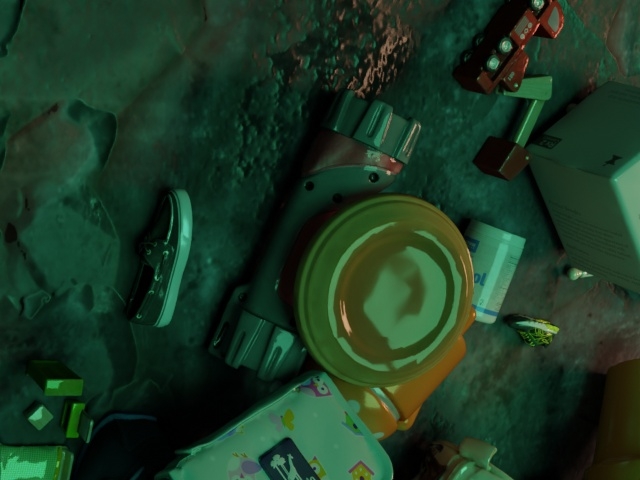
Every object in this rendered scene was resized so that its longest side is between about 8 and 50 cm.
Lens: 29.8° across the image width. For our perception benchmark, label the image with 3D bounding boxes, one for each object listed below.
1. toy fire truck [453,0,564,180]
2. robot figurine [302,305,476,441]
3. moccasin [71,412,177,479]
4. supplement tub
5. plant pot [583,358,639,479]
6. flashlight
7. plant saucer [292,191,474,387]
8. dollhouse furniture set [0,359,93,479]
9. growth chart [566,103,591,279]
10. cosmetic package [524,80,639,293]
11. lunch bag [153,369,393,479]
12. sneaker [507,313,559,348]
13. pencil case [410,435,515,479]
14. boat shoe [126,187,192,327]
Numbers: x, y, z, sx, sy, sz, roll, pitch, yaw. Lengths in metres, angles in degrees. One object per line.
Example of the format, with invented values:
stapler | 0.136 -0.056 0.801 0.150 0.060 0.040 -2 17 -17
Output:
toy fire truck | 0.220 -0.179 1.352 0.135 0.047 0.192 42 80 -35
robot figurine | 0.070 0.129 1.304 0.219 0.128 0.158 -45 166 -13
moccasin | -0.217 0.344 1.191 0.138 0.117 0.342 2 104 -33
supplement tub | 0.186 0.036 1.384 0.071 0.071 0.107 17 95 -36
plant pot | 0.436 0.253 1.535 0.205 0.205 0.188 15 66 -36
flashlight | 0.000 0.000 1.233 0.103 0.103 0.304 22 91 -36
plant saucer | 0.070 0.053 1.200 0.200 0.037 0.200 -5 101 -24
dollhouse furniture set | -0.262 0.194 1.150 0.076 0.058 0.151 7 101 -34
growth chart | 0.357 -0.062 1.496 0.172 0.021 0.237 -13 111 -28
cosmetic package | 0.361 -0.060 1.394 0.151 0.151 0.183 -38 122 -17
lunch bag | -0.041 0.281 1.171 0.223 0.160 0.262 -29 116 -39
sneaker | 0.261 0.114 1.482 0.083 0.031 0.035 14 97 -35
pencil case | 0.085 0.416 1.384 0.410 0.160 0.183 -51 149 -9
boat shoe | -0.157 0.018 1.169 0.040 0.049 0.142 3 106 -33
